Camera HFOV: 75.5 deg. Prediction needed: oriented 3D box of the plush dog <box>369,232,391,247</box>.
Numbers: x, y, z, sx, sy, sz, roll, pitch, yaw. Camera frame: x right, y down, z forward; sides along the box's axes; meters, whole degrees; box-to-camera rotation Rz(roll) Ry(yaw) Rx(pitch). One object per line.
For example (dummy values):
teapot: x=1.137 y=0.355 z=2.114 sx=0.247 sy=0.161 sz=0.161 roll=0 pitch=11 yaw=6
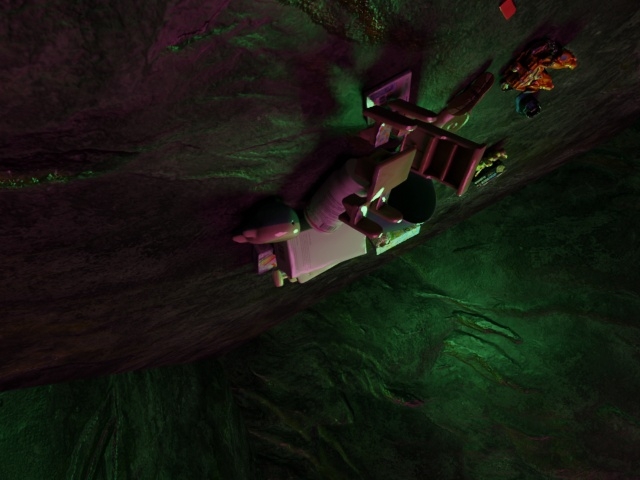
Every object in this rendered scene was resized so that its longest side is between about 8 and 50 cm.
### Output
plush dog: x=0.189 y=-0.080 z=1.980 sx=0.226 sy=0.210 sz=0.262 roll=-21 pitch=139 yaw=28

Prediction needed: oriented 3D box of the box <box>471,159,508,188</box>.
box: x=0.891 y=-0.365 z=2.221 sx=0.175 sy=0.051 sz=0.220 roll=-35 pitch=-172 yaw=21

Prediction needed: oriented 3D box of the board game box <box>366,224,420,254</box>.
board game box: x=0.410 y=-0.055 z=2.374 sx=0.276 sy=0.142 sz=0.144 roll=-28 pitch=163 yaw=0

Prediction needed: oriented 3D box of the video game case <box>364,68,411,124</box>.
video game case: x=0.196 y=-0.417 z=1.217 sx=0.143 sy=0.019 sz=0.157 roll=-28 pitch=164 yaw=1

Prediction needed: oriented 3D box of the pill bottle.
pill bottle: x=0.071 y=-0.161 z=1.522 sx=0.161 sy=0.160 sz=0.283 roll=-12 pitch=157 yaw=-41

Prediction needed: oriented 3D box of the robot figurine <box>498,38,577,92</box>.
robot figurine: x=0.762 y=-0.597 z=1.448 sx=0.291 sy=0.085 sz=0.211 roll=-16 pitch=159 yaw=-34

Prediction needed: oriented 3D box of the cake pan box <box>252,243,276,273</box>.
cake pan box: x=-0.182 y=0.038 z=1.868 sx=0.246 sy=0.070 sz=0.266 roll=-25 pitch=162 yaw=-19

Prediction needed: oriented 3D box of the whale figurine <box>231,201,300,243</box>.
whale figurine: x=-0.204 y=-0.059 z=1.503 sx=0.272 sy=0.141 sz=0.216 roll=-10 pitch=178 yaw=38

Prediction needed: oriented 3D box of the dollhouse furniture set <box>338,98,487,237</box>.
dollhouse furniture set: x=0.293 y=-0.218 z=1.269 sx=0.394 sy=0.257 sz=0.361 roll=-33 pitch=145 yaw=-44

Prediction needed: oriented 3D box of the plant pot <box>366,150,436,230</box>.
plant pot: x=0.264 y=-0.165 z=1.628 sx=0.293 sy=0.292 sz=0.235 roll=-15 pitch=172 yaw=-36

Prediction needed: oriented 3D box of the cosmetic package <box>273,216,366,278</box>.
cosmetic package: x=0.000 y=0.000 z=1.731 sx=0.366 sy=0.196 sz=0.155 roll=-17 pitch=-155 yaw=-27

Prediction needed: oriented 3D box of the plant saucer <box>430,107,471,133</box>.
plant saucer: x=0.491 y=-0.444 z=1.559 sx=0.199 sy=0.036 sz=0.198 roll=-24 pitch=163 yaw=-8

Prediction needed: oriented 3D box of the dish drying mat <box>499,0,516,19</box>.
dish drying mat: x=0.501 y=-0.622 z=1.108 sx=0.032 sy=0.008 sz=0.083 roll=-39 pitch=159 yaw=31

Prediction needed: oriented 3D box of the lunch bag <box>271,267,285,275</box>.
lunch bag: x=-0.145 y=0.125 z=2.135 sx=0.176 sy=0.090 sz=0.219 roll=-37 pitch=161 yaw=23

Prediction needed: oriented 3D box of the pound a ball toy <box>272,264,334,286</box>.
pound a ball toy: x=-0.067 y=0.091 z=1.921 sx=0.319 sy=0.135 sz=0.208 roll=-27 pitch=-172 yaw=-24

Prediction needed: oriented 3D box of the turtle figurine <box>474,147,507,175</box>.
turtle figurine: x=0.830 y=-0.396 z=2.133 sx=0.218 sy=0.087 sz=0.269 roll=-31 pitch=175 yaw=-7

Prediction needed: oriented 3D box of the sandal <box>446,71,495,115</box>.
sandal: x=0.517 y=-0.497 z=1.416 sx=0.180 sy=0.072 sz=0.049 roll=-44 pitch=178 yaw=32

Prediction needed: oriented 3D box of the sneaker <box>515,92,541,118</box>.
sneaker: x=0.888 y=-0.554 z=1.755 sx=0.081 sy=0.090 sz=0.232 roll=-38 pitch=160 yaw=29
